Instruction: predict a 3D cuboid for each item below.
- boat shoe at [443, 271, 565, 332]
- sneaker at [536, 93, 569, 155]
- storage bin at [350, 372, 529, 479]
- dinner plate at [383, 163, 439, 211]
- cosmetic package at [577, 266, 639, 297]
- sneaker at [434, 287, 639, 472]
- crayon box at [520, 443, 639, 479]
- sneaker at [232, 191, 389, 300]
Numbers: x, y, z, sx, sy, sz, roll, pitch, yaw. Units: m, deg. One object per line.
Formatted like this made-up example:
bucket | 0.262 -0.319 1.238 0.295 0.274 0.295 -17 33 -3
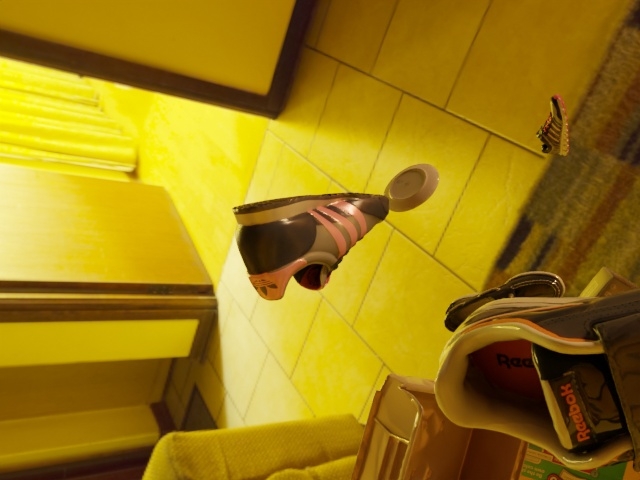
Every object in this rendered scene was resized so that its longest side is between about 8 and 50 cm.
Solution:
boat shoe | 0.449 0.166 1.382 0.302 0.091 0.114 -29 92 34
sneaker | 0.580 -0.283 1.402 0.075 0.170 0.063 -5 41 23
storage bin | 0.201 0.378 0.938 0.123 0.262 0.260 15 89 60
dinner plate | 0.200 -0.123 1.260 0.141 0.017 0.141 -26 39 23
cosmetic package | 0.518 0.149 0.856 0.238 0.127 0.107 38 105 15
sneaker | 0.230 0.089 0.380 0.321 0.127 0.126 -18 94 38
crayon box | 0.563 0.443 1.316 0.363 0.106 0.313 14 95 14
sneaker | 0.000 0.000 0.795 0.112 0.319 0.131 -5 94 38
